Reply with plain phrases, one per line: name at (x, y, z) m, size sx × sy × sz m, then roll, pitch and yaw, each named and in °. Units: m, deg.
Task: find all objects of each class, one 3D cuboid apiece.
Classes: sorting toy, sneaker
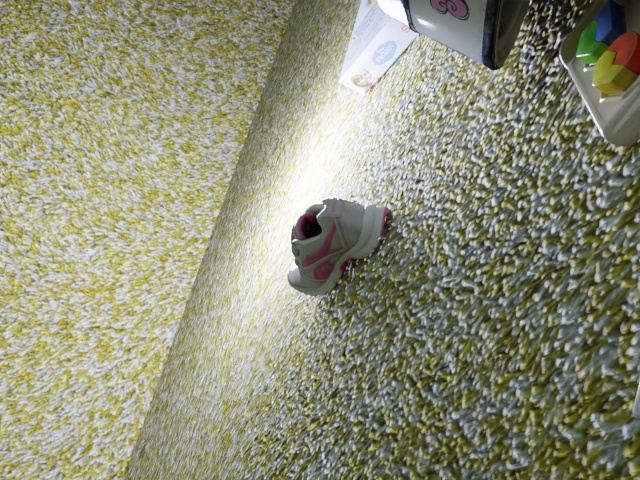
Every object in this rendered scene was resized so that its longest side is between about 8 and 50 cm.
sorting toy at (0.303, -0.210, 0.729) m, size 0.193 × 0.038 × 0.208 m, roll -55°, pitch 19°, yaw 30°
sneaker at (0.000, 0.000, 1.242) m, size 0.252 × 0.111 × 0.103 m, roll -46°, pitch 24°, yaw 49°

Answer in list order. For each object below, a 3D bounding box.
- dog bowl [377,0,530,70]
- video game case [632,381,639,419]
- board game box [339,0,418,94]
dog bowl at (0.180, -0.405, 0.864) m, size 0.408 × 0.150 × 0.408 m, roll 17°, pitch -90°, yaw -75°
video game case at (0.293, 0.010, 0.465) m, size 0.227 × 0.026 × 0.206 m, roll -68°, pitch 16°, yaw -14°
board game box at (0.165, -0.493, 1.524) m, size 0.319 × 0.066 × 0.318 m, roll -42°, pitch 27°, yaw 53°
